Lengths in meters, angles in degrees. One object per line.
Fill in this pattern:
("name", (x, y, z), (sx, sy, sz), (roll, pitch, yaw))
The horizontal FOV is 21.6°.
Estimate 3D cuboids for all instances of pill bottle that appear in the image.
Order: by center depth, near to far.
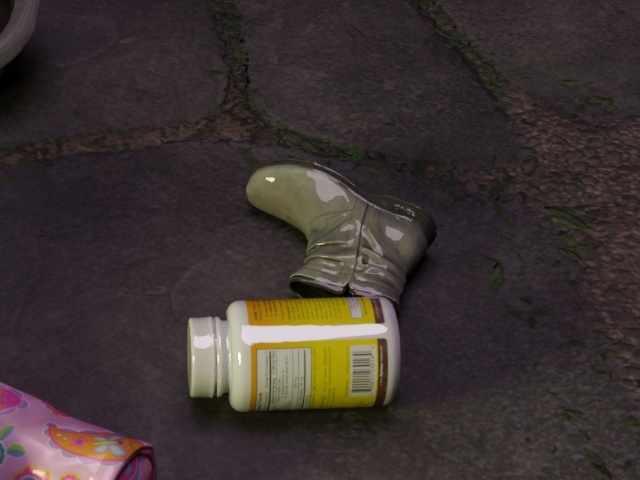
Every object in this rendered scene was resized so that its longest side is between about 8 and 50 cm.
("pill bottle", (-0.030, 0.119, 1.752), (0.215, 0.117, 0.117), (-1, 41, -8))

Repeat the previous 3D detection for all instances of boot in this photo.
("boot", (0.000, 0.000, 1.930), (0.246, 0.083, 0.161), (19, 48, 17))

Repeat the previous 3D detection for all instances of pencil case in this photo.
("pencil case", (-0.302, 0.205, 1.627), (0.284, 0.124, 0.124), (19, 42, 17))

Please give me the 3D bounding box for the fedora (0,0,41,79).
("fedora", (-0.476, -0.265, 2.149), (0.244, 0.124, 0.275), (-3, 49, -6))
